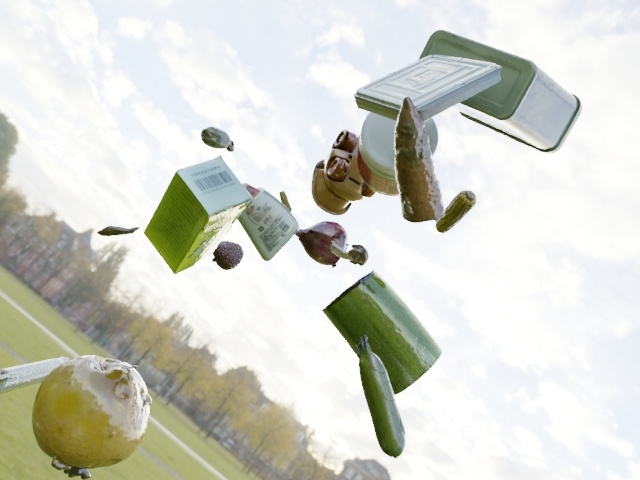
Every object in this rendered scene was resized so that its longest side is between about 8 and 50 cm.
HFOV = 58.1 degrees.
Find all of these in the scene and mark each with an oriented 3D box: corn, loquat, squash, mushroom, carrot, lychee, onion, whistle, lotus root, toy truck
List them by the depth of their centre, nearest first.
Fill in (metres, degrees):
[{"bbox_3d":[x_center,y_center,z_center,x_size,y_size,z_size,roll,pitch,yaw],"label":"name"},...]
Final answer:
[{"bbox_3d":[-0.459,0.351,1.147,0.243,0.244,0.244,33,-21,15],"label":"loquat"},{"bbox_3d":[0.195,-0.165,1.178,0.101,0.101,0.263,18,-48,44],"label":"carrot"},{"bbox_3d":[-0.729,0.334,1.437,0.057,0.068,0.326,53,1,8],"label":"whistle"},{"bbox_3d":[0.159,0.421,1.567,0.087,0.087,0.332,121,-46,-69],"label":"squash"},{"bbox_3d":[0.075,0.033,1.696,0.061,0.060,0.187,16,-1,-34],"label":"mushroom"},{"bbox_3d":[-0.116,-0.127,1.933,0.027,0.028,0.083,-14,-85,70],"label":"corn"},{"bbox_3d":[0.000,0.000,1.999,0.194,0.160,0.159,20,-19,-9],"label":"onion"},{"bbox_3d":[0.214,0.311,2.018,0.384,0.263,0.263,51,-20,3],"label":"squash"},{"bbox_3d":[0.492,-0.103,2.124,0.080,0.080,0.231,38,-37,2],"label":"corn"},{"bbox_3d":[0.101,-0.254,2.154,0.204,0.288,0.211,27,-30,-23],"label":"toy truck"},{"bbox_3d":[-0.364,0.056,2.261,0.123,0.129,0.124,23,-51,32],"label":"lychee"},{"bbox_3d":[-0.418,-0.413,2.347,0.165,0.088,0.088,19,-4,-40],"label":"lotus root"}]

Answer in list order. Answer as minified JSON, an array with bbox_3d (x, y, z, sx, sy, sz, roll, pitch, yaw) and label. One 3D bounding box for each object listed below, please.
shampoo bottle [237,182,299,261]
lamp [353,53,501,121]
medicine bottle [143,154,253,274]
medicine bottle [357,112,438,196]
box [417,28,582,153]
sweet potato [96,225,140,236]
[{"bbox_3d":[-0.189,-0.082,1.590,0.284,0.153,0.071,47,-6,-34],"label":"shampoo bottle"},{"bbox_3d":[0.246,-0.364,1.362,0.269,0.266,0.047,39,-28,55],"label":"lamp"},{"bbox_3d":[-0.284,-0.057,1.323,0.141,0.137,0.250,52,-47,11],"label":"medicine bottle"},{"bbox_3d":[0.250,-0.300,1.920,0.252,0.253,0.241,36,-11,10],"label":"medicine bottle"},{"bbox_3d":[0.480,-0.407,1.573,0.343,0.178,0.352,10,22,-50],"label":"box"},{"bbox_3d":[-0.711,-0.035,2.011,0.153,0.041,0.038,-5,-60,3],"label":"sweet potato"}]
